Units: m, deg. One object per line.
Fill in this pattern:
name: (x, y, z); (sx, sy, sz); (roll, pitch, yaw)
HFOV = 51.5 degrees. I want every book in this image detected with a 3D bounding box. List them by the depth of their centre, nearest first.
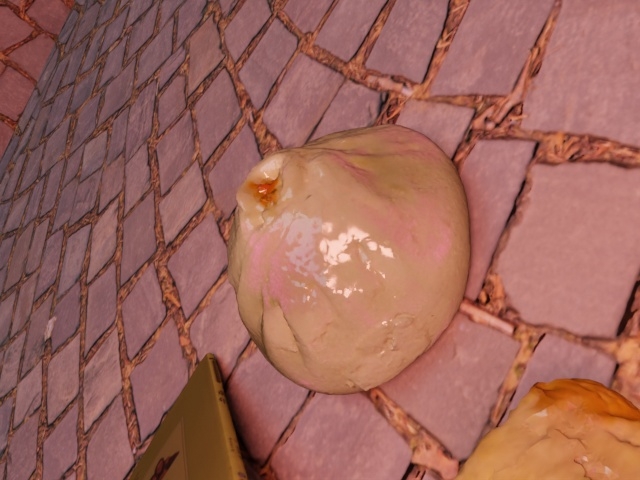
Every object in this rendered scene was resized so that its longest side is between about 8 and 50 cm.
book: (-0.162, 0.296, 0.746); (0.239, 0.035, 0.352); (-60, 19, 6)

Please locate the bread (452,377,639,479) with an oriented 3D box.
bread: (0.210, 0.253, 0.307); (0.375, 0.165, 0.236); (41, 108, 51)

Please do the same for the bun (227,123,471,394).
bun: (0.000, 0.000, 0.672); (0.293, 0.187, 0.293); (-23, 57, 40)
